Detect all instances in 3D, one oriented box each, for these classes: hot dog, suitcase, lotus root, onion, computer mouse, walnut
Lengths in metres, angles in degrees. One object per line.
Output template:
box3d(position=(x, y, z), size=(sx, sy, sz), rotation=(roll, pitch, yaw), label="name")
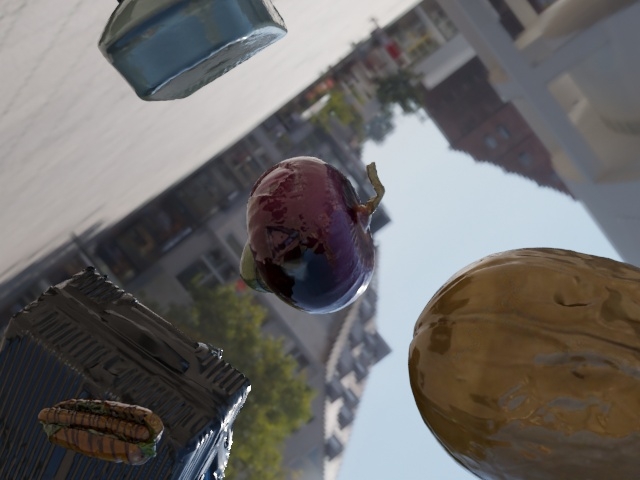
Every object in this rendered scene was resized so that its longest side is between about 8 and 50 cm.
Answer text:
box3d(position=(-0.171, 0.144, 0.809), size=(0.122, 0.037, 0.049), rotation=(2, -128, 32), label="hot dog")
box3d(position=(-0.238, 0.224, 1.067), size=(0.335, 0.229, 0.152), rotation=(-62, 170, 32), label="suitcase")
box3d(position=(-0.063, 0.013, 2.074), size=(0.173, 0.173, 0.309), rotation=(-36, -176, 20), label="lotus root")
box3d(position=(-0.014, 0.002, 1.405), size=(0.200, 0.200, 0.207), rotation=(-45, 150, -47), label="onion")
box3d(position=(-0.098, -0.164, 0.815), size=(0.128, 0.079, 0.231), rotation=(-27, -178, 4), label="computer mouse")
box3d(position=(0.154, 0.087, 0.667), size=(0.197, 0.165, 0.165), rotation=(7, -164, 7), label="walnut")

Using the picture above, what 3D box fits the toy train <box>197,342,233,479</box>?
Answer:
box3d(position=(-0.247, 0.246, 1.374), size=(0.265, 0.188, 0.300), rotation=(-1, -164, 0), label="toy train")

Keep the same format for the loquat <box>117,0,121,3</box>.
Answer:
box3d(position=(-0.317, -0.431, 1.446), size=(0.213, 0.213, 0.213), rotation=(-38, -174, 5), label="loquat")
